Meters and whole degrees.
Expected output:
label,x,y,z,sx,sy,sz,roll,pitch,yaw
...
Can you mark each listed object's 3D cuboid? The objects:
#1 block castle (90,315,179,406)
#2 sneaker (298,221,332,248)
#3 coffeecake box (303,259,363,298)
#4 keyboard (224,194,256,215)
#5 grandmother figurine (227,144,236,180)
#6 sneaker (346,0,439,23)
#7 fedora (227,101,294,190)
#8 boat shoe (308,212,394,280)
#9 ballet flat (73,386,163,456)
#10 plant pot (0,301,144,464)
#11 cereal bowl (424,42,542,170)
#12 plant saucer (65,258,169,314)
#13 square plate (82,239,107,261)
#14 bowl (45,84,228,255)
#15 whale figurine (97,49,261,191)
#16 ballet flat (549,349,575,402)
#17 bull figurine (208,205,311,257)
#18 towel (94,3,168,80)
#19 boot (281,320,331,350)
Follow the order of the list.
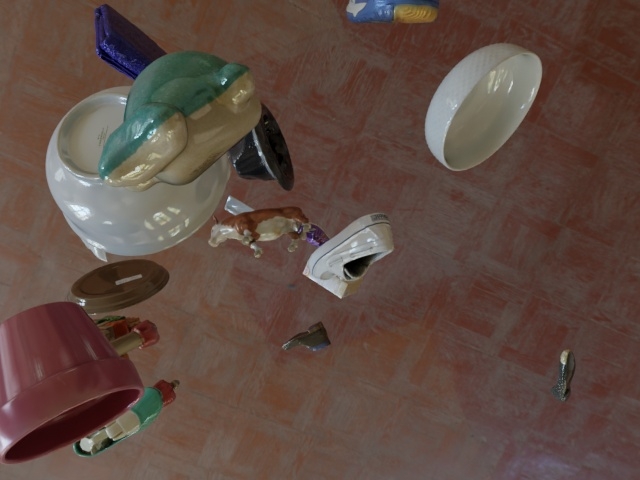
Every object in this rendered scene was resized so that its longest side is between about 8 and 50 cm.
label,x,y,z,sx,sy,sz,roll,pitch,yaw
block castle,-0.704,0.413,1.492,0.454,0.213,0.302,-5,102,34
sneaker,0.000,0.000,1.498,0.170,0.071,0.068,33,107,-12
coffeecake box,0.050,0.137,1.694,0.186,0.142,0.068,31,109,24
keyboard,-0.288,-0.100,1.850,0.256,0.014,0.072,30,115,5
grandmother figurine,-0.236,-0.236,0.896,0.208,0.104,0.342,-12,57,0
sneaker,0.096,-0.355,0.554,0.112,0.296,0.130,5,126,4
fedora,-0.202,-0.282,1.401,0.153,0.334,0.333,-20,100,10
boat shoe,0.053,0.039,0.863,0.095,0.258,0.084,-4,67,-27
ballet flat,-0.437,0.399,0.935,0.247,0.087,0.083,-35,94,20
plant pot,-0.401,0.202,0.672,0.201,0.201,0.180,-36,70,3
cereal bowl,0.403,-0.359,1.156,0.339,0.339,0.141,-43,57,4
plant saucer,-0.577,0.120,1.250,0.278,0.277,0.041,-6,113,-2
square plate,-0.900,-0.125,1.645,0.049,0.344,0.346,-19,122,-34
bowl,-0.307,-0.133,0.689,0.298,0.134,0.297,-1,74,4
whale figurine,-0.177,-0.147,0.519,0.216,0.272,0.141,-36,103,17
ballet flat,0.606,0.341,1.105,0.058,0.049,0.173,-28,124,-28
bull figurine,-0.179,-0.033,1.315,0.311,0.188,0.101,-16,126,-17
towel,-0.429,-0.441,1.123,0.076,0.227,0.308,-41,139,14
boot,-0.062,0.443,1.878,0.219,0.082,0.106,-33,87,16
